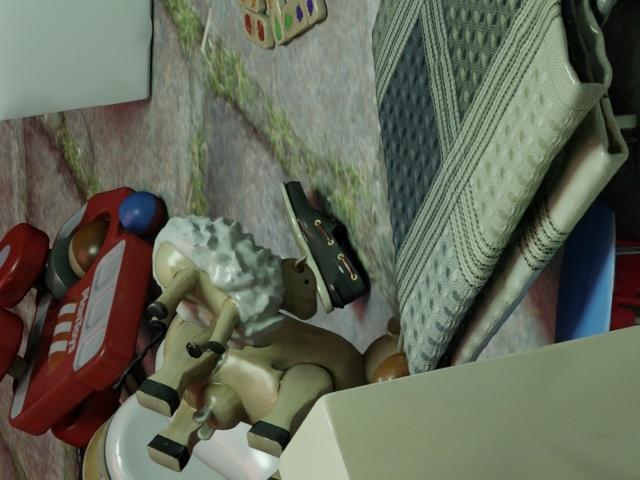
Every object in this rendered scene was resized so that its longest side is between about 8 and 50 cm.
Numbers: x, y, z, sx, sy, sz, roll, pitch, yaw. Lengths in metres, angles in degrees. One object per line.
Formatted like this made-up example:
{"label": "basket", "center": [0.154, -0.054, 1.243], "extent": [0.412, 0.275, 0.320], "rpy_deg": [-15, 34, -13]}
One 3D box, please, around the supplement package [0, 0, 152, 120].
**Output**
{"label": "supplement package", "center": [-0.309, -0.287, 2.135], "extent": [0.293, 0.175, 0.178], "rpy_deg": [-125, 32, -47]}

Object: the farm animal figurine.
{"label": "farm animal figurine", "center": [0.012, 0.134, 1.487], "extent": [0.326, 0.172, 0.330], "rpy_deg": [29, 143, 9]}

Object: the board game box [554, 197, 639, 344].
{"label": "board game box", "center": [0.175, 0.040, 1.202], "extent": [0.169, 0.033, 0.133], "rpy_deg": [-100, 16, -79]}

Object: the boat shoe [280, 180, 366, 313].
{"label": "boat shoe", "center": [0.000, 0.001, 1.656], "extent": [0.049, 0.042, 0.133], "rpy_deg": [72, 174, -56]}

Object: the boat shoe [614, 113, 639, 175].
{"label": "boat shoe", "center": [0.154, -0.055, 1.211], "extent": [0.125, 0.046, 0.038], "rpy_deg": [-3, 93, 61]}

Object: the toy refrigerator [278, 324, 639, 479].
{"label": "toy refrigerator", "center": [0.123, 0.107, 1.050], "extent": [0.102, 0.269, 0.094], "rpy_deg": [118, 136, -61]}

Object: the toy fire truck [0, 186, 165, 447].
{"label": "toy fire truck", "center": [-0.256, 0.067, 2.168], "extent": [0.254, 0.169, 0.302], "rpy_deg": [-36, 32, 41]}

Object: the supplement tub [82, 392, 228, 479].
{"label": "supplement tub", "center": [-0.171, 0.236, 2.080], "extent": [0.199, 0.144, 0.144], "rpy_deg": [137, 120, -66]}

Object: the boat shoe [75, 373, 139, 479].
{"label": "boat shoe", "center": [-0.246, 0.354, 2.333], "extent": [0.187, 0.156, 0.500], "rpy_deg": [127, 131, -66]}

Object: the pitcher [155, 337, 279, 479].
{"label": "pitcher", "center": [-0.064, 0.180, 1.826], "extent": [0.207, 0.125, 0.178], "rpy_deg": [54, 165, 29]}

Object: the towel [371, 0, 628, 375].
{"label": "towel", "center": [0.104, -0.111, 1.220], "extent": [0.324, 0.056, 0.312], "rpy_deg": [113, 157, -52]}

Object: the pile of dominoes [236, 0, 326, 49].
{"label": "pile of dominoes", "center": [-0.069, -0.287, 1.692], "extent": [0.196, 0.040, 0.251], "rpy_deg": [156, 103, -69]}
